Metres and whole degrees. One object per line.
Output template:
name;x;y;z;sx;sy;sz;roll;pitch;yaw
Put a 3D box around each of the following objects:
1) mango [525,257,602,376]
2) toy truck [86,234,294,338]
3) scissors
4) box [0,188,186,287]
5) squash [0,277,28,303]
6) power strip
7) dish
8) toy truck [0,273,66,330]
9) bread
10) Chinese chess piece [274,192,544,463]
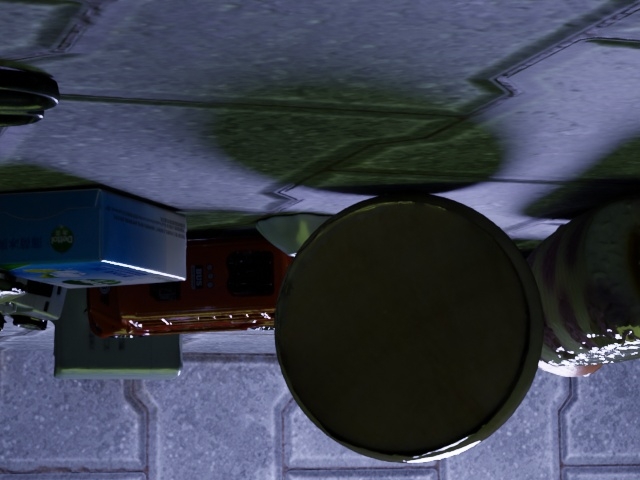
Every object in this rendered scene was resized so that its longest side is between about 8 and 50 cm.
mango;0.262;0.086;2.210;0.187;0.138;0.257;16;178;31
toy truck;-0.146;0.048;1.967;0.252;0.107;0.114;-4;171;10
scissors;-0.322;-0.101;1.159;0.300;0.022;0.109;4;168;-25
box;-0.231;0.000;1.722;0.139;0.073;0.194;-4;172;20
squash;-0.398;0.008;1.668;0.237;0.155;0.204;21;143;32
power strip;-0.293;0.110;2.300;0.224;0.140;0.139;0;174;-9
dish;0.000;0.000;1.874;0.137;0.039;0.091;6;170;-34
toy truck;-0.377;0.039;1.924;0.125;0.101;0.242;21;163;-39
bread;0.316;0.039;1.774;0.187;0.155;0.338;-8;171;-8
Chinese chess piece;0.083;0.082;1.678;0.257;0.257;0.104;-2;178;10
